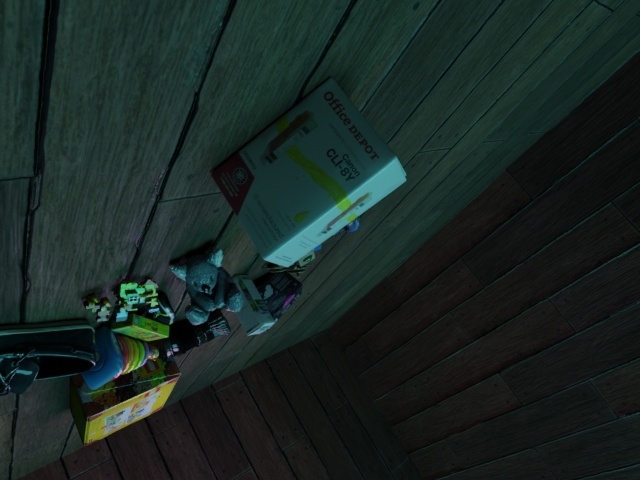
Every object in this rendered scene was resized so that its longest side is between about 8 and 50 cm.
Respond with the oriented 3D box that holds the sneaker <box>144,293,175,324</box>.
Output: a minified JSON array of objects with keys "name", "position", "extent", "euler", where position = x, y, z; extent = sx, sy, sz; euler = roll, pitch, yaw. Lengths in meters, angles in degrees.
[{"name":"sneaker","position":[-0.574,0.266,1.585],"extent":[0.097,0.084,0.234],"euler":[-24,159,-23]}]

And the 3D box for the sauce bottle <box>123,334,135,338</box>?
[{"name":"sauce bottle","position":[-0.711,0.358,1.656],"extent":[0.128,0.042,0.042],"euler":[-38,162,12]}]

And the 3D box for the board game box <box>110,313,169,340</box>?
[{"name":"board game box","position":[-0.622,0.304,1.546],"extent":[0.092,0.043,0.181],"euler":[-14,152,17]}]

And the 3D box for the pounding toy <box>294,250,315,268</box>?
[{"name":"pounding toy","position":[-0.086,0.045,1.752],"extent":[0.100,0.141,0.130],"euler":[-31,162,-7]}]

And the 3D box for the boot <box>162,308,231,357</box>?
[{"name":"boot","position":[-0.524,0.382,1.885],"extent":[0.260,0.131,0.348],"euler":[-23,171,-11]}]

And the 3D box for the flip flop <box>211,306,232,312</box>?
[{"name":"flip flop","position":[-0.374,0.277,1.961],"extent":[0.112,0.080,0.277],"euler":[-39,161,17]}]

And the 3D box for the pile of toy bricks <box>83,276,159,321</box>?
[{"name":"pile of toy bricks","position":[-0.571,0.160,1.314],"extent":[0.212,0.118,0.105],"euler":[-3,114,-42]}]

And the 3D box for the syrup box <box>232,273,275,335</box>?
[{"name":"syrup box","position":[-0.292,0.260,1.802],"extent":[0.096,0.236,0.093],"euler":[-39,161,15]}]

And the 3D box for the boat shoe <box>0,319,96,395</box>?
[{"name":"boat shoe","position":[-0.834,0.330,1.194],"extent":[0.187,0.155,0.500],"euler":[-39,160,22]}]

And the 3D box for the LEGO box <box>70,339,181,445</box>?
[{"name":"LEGO box","position":[-0.864,0.667,1.948],"extent":[0.373,0.193,0.500],"euler":[-19,157,-38]}]

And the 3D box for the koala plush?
[{"name":"koala plush","position":[-0.382,0.124,1.460],"extent":[0.197,0.203,0.221],"euler":[-19,140,-5]}]

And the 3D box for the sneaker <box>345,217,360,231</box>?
[{"name":"sneaker","position":[0.115,-0.102,1.847],"extent":[0.087,0.083,0.221],"euler":[-15,153,-11]}]

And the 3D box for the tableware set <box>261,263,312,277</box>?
[{"name":"tableware set","position":[-0.140,0.126,1.872],"extent":[0.194,0.039,0.128],"euler":[-1,-173,39]}]

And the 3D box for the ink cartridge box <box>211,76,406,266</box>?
[{"name":"ink cartridge box","position":[-0.029,-0.160,1.099],"extent":[0.385,0.279,0.160],"euler":[-37,161,8]}]

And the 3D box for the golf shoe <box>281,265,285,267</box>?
[{"name":"golf shoe","position":[-0.158,0.084,1.824],"extent":[0.069,0.086,0.176],"euler":[-37,164,5]}]

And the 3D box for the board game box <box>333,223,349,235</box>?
[{"name":"board game box","position":[0.066,-0.121,1.580],"extent":[0.170,0.141,0.048],"euler":[-42,158,27]}]

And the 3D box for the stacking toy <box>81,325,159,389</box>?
[{"name":"stacking toy","position":[-0.683,0.409,1.592],"extent":[0.166,0.175,0.302],"euler":[-35,159,12]}]

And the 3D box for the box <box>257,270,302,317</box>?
[{"name":"box","position":[-0.216,0.264,2.009],"extent":[0.247,0.142,0.163],"euler":[-45,167,-20]}]

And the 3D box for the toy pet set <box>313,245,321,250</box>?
[{"name":"toy pet set","position":[0.000,0.000,1.907],"extent":[0.114,0.065,0.122],"euler":[-19,157,-38]}]
